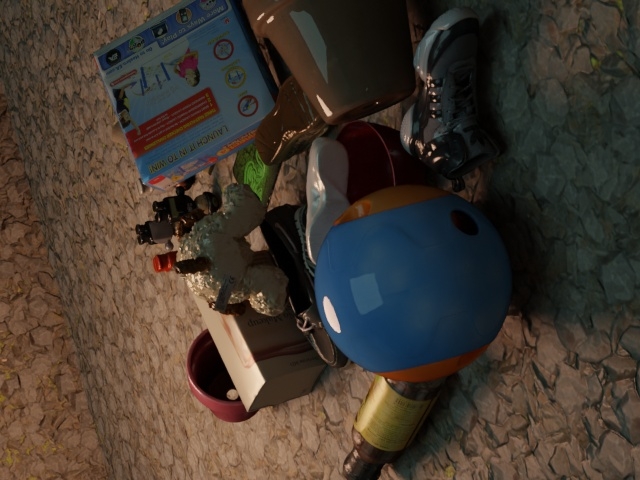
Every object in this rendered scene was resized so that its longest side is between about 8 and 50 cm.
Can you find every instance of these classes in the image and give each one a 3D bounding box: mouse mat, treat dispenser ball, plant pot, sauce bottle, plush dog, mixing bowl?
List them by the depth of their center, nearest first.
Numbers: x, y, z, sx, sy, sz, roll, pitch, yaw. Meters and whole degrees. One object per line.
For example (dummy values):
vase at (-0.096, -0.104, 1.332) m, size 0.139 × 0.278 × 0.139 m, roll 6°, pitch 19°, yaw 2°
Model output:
treat dispenser ball at (0.134, 0.061, 1.556) m, size 0.288 × 0.288 × 0.288 m, roll 28°, pitch 124°, yaw 53°
plant pot at (0.040, -0.307, 1.628) m, size 0.263 × 0.263 × 0.229 m, roll -25°, pitch 85°, yaw 59°
mixing bowl at (0.107, -0.110, 1.730) m, size 0.181 × 0.098 × 0.181 m, roll 28°, pitch 123°, yaw 54°
sauce bottle at (0.116, 0.314, 1.855) m, size 0.111 × 0.111 × 0.344 m, roll 57°, pitch 142°, yaw 32°
plush dog at (-0.202, 0.045, 2.027) m, size 0.225 × 0.210 × 0.262 m, roll -23°, pitch 86°, yaw 66°
mouse mat at (-0.133, -0.156, 2.213) m, size 0.152 × 0.007 × 0.190 m, roll 56°, pitch 145°, yaw 32°
plant pot at (-0.185, 0.299, 2.300) m, size 0.201 × 0.201 × 0.180 m, roll 61°, pitch 162°, yaw 27°

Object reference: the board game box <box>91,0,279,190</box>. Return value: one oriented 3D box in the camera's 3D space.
board game box at (-0.253, -0.301, 2.086) m, size 0.302 × 0.308 × 0.086 m, roll 67°, pitch -167°, yaw 15°

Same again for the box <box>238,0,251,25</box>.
box at (-0.105, -0.495, 2.005) m, size 0.109 × 0.042 × 0.178 m, roll 64°, pitch 148°, yaw 25°

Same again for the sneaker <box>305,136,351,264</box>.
sneaker at (0.007, -0.066, 1.760) m, size 0.094 × 0.080 × 0.212 m, roll -145°, pitch 57°, yaw -65°

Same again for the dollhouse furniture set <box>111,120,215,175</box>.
dollhouse furniture set at (-0.322, -0.288, 2.294) m, size 0.161 × 0.212 × 0.242 m, roll 25°, pitch 96°, yaw 53°

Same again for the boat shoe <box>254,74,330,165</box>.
boat shoe at (-0.027, -0.230, 1.930) m, size 0.285 × 0.089 × 0.104 m, roll -37°, pitch 70°, yaw 55°

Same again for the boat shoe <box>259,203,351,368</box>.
boat shoe at (-0.036, 0.092, 2.047) m, size 0.112 × 0.095 × 0.335 m, roll -33°, pitch 71°, yaw 58°

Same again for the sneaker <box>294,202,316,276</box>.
sneaker at (0.000, 0.000, 1.985) m, size 0.075 × 0.063 × 0.170 m, roll 123°, pitch 133°, yaw -59°

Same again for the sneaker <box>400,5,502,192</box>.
sneaker at (0.204, -0.195, 1.540) m, size 0.153 × 0.101 × 0.268 m, roll 54°, pitch 148°, yaw 34°

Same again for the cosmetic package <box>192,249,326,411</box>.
cosmetic package at (-0.128, 0.180, 2.183) m, size 0.296 × 0.153 × 0.129 m, roll 60°, pitch 144°, yaw 26°

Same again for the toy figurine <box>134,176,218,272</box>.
toy figurine at (-0.331, -0.048, 2.462) m, size 0.209 × 0.148 × 0.213 m, roll 46°, pitch 140°, yaw 51°
